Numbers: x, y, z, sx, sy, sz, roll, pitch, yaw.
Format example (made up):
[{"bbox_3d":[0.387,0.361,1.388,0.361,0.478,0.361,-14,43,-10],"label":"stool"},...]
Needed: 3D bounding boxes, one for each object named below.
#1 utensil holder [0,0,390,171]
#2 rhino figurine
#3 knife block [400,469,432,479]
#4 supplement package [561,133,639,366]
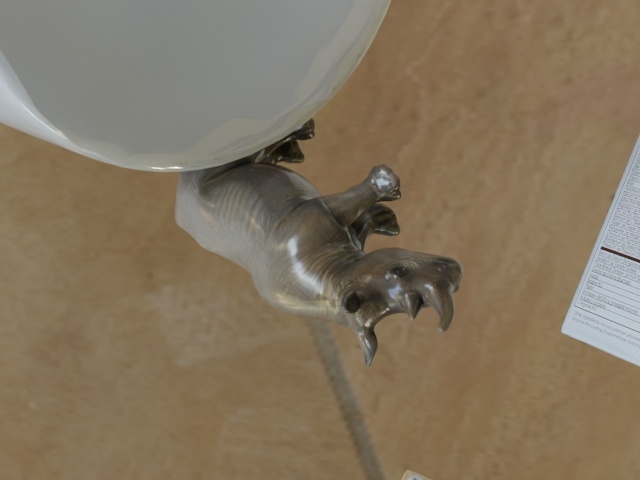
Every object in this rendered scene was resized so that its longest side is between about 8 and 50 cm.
[{"bbox_3d":[-0.171,-0.230,1.137,0.327,0.385,0.327,-12,111,-33],"label":"utensil holder"},{"bbox_3d":[0.000,0.000,1.063,0.106,0.243,0.073,-34,134,-19],"label":"rhino figurine"},{"bbox_3d":[0.052,0.313,1.384,0.088,0.242,0.276,24,39,3],"label":"knife block"},{"bbox_3d":[0.250,-0.009,0.753,0.194,0.149,0.203,21,92,-36],"label":"supplement package"}]
